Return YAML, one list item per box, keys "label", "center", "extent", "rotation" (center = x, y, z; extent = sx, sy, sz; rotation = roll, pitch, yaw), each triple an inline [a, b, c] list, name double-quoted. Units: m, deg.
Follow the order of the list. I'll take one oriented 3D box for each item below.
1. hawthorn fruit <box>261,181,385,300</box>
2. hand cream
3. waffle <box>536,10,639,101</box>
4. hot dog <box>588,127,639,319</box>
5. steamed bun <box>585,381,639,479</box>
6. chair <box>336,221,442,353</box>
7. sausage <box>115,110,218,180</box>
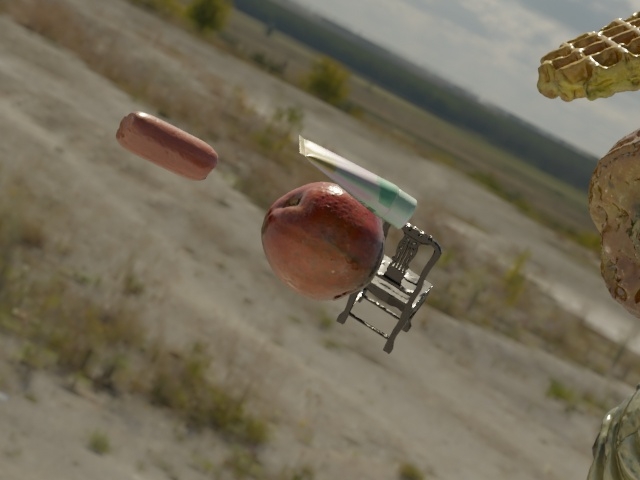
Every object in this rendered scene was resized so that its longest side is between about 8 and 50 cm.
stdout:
- label: "hawthorn fruit"
  center: [0.000, 0.000, 2.126]
  extent: [0.172, 0.173, 0.173]
  rotation: [27, 7, -4]
- label: "hand cream"
  center: [0.044, -0.078, 2.011]
  extent: [0.174, 0.047, 0.076]
  rotation: [32, 16, -13]
- label: "waffle"
  center: [0.363, -0.226, 1.892]
  extent: [0.160, 0.210, 0.055]
  rotation: [-111, -178, -70]
- label: "hot dog"
  center: [0.359, -0.021, 1.525]
  extent: [0.122, 0.196, 0.272]
  rotation: [-10, -6, -36]
- label: "steamed bun"
  center: [0.425, 0.263, 1.837]
  extent: [0.206, 0.320, 0.275]
  rotation: [42, -6, 24]
- label: "chair"
  center: [0.123, 0.051, 2.402]
  extent: [0.106, 0.229, 0.113]
  rotation: [31, 32, 8]
- label: "sausage"
  center: [-0.219, -0.134, 2.224]
  extent: [0.154, 0.062, 0.062]
  rotation: [26, 7, -30]
